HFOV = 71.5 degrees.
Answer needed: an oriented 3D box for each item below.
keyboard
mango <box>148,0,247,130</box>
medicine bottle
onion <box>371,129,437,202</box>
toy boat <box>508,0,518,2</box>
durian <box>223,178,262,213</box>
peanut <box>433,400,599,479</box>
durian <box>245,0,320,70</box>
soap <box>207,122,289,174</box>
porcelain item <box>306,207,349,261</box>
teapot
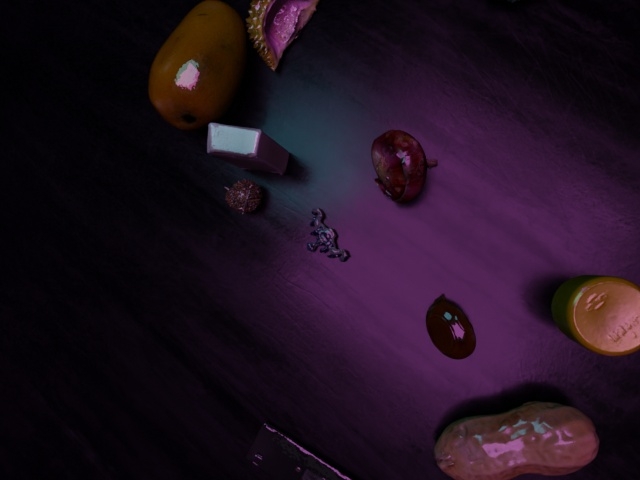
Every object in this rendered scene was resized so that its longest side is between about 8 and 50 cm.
[{"bbox_3d":[-0.013,0.521,0.967,0.317,0.027,0.106,28,91,15],"label":"keyboard"},{"bbox_3d":[-0.269,-0.404,1.014,0.211,0.173,0.317,13,81,36],"label":"mango"},{"bbox_3d":[0.461,0.118,0.759,0.122,0.212,0.121,-1,87,15],"label":"medicine bottle"},{"bbox_3d":[0.182,-0.160,0.912,0.140,0.150,0.150,-20,81,-17],"label":"onion"},{"bbox_3d":[0.460,-0.543,0.868,0.261,0.078,0.085,-19,106,15],"label":"toy boat"},{"bbox_3d":[-0.178,-0.105,1.017,0.091,0.080,0.080,30,95,-6],"label":"durian"},{"bbox_3d":[0.352,0.376,0.824,0.290,0.130,0.130,-21,82,20],"label":"peanut"},{"bbox_3d":[-0.097,-0.509,1.015,0.132,0.165,0.182,29,125,-24],"label":"durian"},{"bbox_3d":[-0.154,-0.193,0.961,0.121,0.183,0.063,10,90,15],"label":"soap"},{"bbox_3d":[0.000,0.000,0.993,0.075,0.021,0.136,-34,79,16],"label":"porcelain item"},{"bbox_3d":[0.263,0.172,0.888,0.129,0.078,0.098,62,143,24],"label":"teapot"}]
